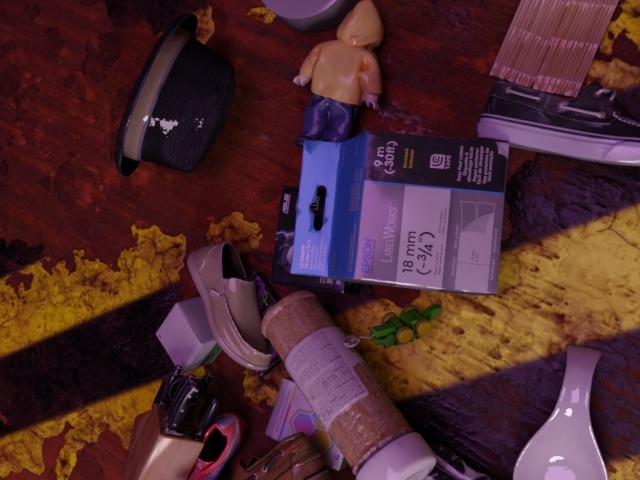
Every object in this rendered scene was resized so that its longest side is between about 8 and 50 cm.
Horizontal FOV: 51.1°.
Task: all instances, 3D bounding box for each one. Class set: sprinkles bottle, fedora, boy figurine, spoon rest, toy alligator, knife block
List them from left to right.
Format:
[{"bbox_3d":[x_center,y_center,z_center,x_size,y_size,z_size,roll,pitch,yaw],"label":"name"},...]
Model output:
[{"bbox_3d":[-0.269,0.373,1.203,0.242,0.088,0.276,-33,43,51],"label":"knife block"},{"bbox_3d":[-0.261,-0.253,1.282,0.152,0.334,0.334,24,95,-6],"label":"fedora"},{"bbox_3d":[0.035,-0.294,1.213,0.177,0.092,0.285,17,91,25],"label":"boy figurine"},{"bbox_3d":[0.035,0.243,1.081,0.121,0.121,0.355,-46,58,13],"label":"sprinkles bottle"},{"bbox_3d":[0.122,0.156,1.114,0.056,0.189,0.051,44,146,50],"label":"toy alligator"},{"bbox_3d":[0.370,0.296,1.003,0.137,0.084,0.277,9,87,25],"label":"spoon rest"}]

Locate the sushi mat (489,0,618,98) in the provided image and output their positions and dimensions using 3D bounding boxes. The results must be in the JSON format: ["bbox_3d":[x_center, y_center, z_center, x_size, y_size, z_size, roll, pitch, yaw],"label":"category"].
[{"bbox_3d":[0.407,-0.395,1.094,0.151,0.019,0.317,25,95,23],"label":"sushi mat"}]

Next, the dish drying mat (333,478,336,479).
[{"bbox_3d":[0.014,0.465,1.187,0.032,0.008,0.083,-4,83,23],"label":"dish drying mat"}]

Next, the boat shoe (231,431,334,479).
[{"bbox_3d":[-0.100,0.422,1.170,0.307,0.110,0.105,-37,71,32],"label":"boat shoe"}]

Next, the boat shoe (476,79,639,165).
[{"bbox_3d":[0.402,-0.183,1.013,0.335,0.121,0.119,15,100,27],"label":"boat shoe"}]

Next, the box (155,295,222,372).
[{"bbox_3d":[-0.239,0.176,1.274,0.102,0.087,0.101,53,126,20],"label":"box"}]

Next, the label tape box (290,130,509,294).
[{"bbox_3d":[0.120,-0.045,1.084,0.333,0.106,0.241,5,86,5],"label":"label tape box"}]

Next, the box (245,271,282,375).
[{"bbox_3d":[-0.113,0.156,1.266,0.116,0.029,0.162,-42,71,14],"label":"box"}]

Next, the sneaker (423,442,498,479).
[{"bbox_3d":[0.238,0.412,1.054,0.208,0.081,0.094,38,145,32],"label":"sneaker"}]

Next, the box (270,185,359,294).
[{"bbox_3d":[0.000,0.000,1.204,0.147,0.077,0.180,7,87,25],"label":"box"}]

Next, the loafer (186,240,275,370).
[{"bbox_3d":[-0.155,0.110,1.219,0.092,0.102,0.269,-40,69,21],"label":"loafer"}]

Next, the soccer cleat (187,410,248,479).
[{"bbox_3d":[-0.220,0.429,1.247,0.083,0.095,0.248,33,97,20],"label":"soccer cleat"}]

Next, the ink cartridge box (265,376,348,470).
[{"bbox_3d":[0.017,0.327,1.170,0.209,0.062,0.109,19,92,25],"label":"ink cartridge box"}]

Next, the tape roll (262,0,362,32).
[{"bbox_3d":[-0.014,-0.513,1.269,0.219,0.072,0.219,-3,82,24],"label":"tape roll"}]
